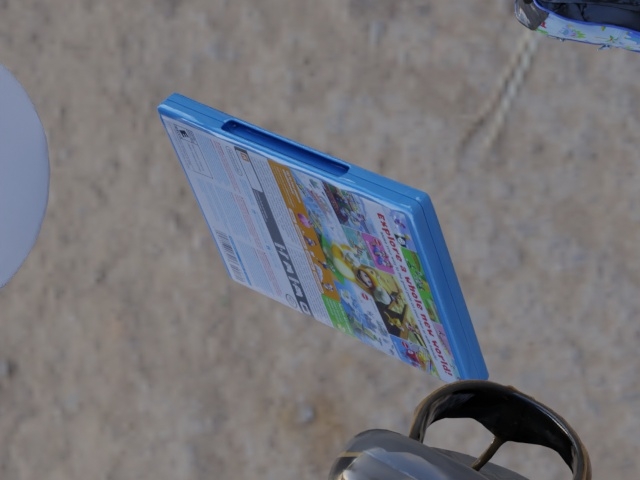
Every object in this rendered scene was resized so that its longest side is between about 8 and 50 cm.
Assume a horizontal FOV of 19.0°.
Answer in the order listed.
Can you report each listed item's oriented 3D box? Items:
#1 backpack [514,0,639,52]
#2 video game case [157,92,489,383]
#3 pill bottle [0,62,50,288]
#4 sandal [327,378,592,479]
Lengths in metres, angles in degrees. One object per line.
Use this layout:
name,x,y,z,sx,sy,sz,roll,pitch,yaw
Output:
backpack,0.183,-0.166,1.167,0.084,0.114,0.105,123,161,-81
video game case,0.000,0.000,0.892,0.166,0.015,0.119,24,147,40
pill bottle,-0.265,-0.040,0.927,0.301,0.169,0.169,9,98,47
sandal,0.055,0.077,0.666,0.090,0.219,0.060,22,86,17
